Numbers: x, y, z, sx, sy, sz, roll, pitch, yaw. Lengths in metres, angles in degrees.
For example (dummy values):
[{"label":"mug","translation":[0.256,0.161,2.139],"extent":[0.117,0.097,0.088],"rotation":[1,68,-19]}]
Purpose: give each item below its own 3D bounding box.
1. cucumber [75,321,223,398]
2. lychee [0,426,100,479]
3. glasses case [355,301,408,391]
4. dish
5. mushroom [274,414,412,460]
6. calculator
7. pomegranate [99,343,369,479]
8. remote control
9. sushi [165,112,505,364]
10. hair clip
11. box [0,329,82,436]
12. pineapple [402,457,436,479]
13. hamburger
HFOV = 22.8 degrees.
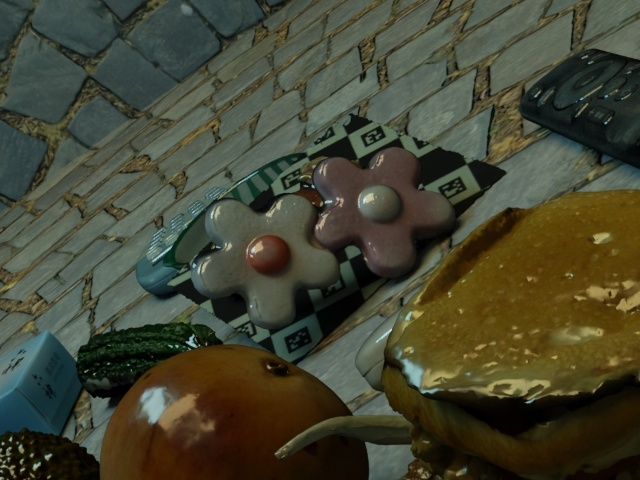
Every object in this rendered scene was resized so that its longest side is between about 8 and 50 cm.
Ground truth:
[{"label":"cucumber","translation":[-0.175,0.123,1.669],"extent":[0.265,0.077,0.077],"rotation":[-14,29,49]},{"label":"lychee","translation":[-0.250,0.241,1.375],"extent":[0.171,0.171,0.171],"rotation":[-34,17,12]},{"label":"glasses case","translation":[0.098,0.062,1.166],"extent":[0.092,0.059,0.233],"rotation":[-39,-9,21]},{"label":"dish","translation":[-0.058,-0.019,1.784],"extent":[0.246,0.078,0.224],"rotation":[-36,17,9]},{"label":"mushroom","translation":[0.111,0.098,1.083],"extent":[0.306,0.068,0.043],"rotation":[-25,21,-12]},{"label":"calculator","translation":[-0.154,-0.005,2.011],"extent":[0.188,0.042,0.303],"rotation":[-36,16,0]},{"label":"pomegranate","translation":[-0.063,0.166,1.121],"extent":[0.191,0.191,0.191],"rotation":[-34,17,12]},{"label":"remote control","translation":[0.279,-0.119,1.423],"extent":[0.107,0.044,0.377],"rotation":[-32,17,-3]},{"label":"sushi","translation":[-0.003,-0.029,1.603],"extent":[0.290,0.050,0.264],"rotation":[-43,37,-16]},{"label":"hair clip","translation":[0.000,-0.004,1.514],"extent":[0.257,0.146,0.075],"rotation":[-24,-27,-4]},{"label":"box","translation":[-0.395,0.217,1.841],"extent":[0.232,0.083,0.142],"rotation":[-33,16,19]},{"label":"pineapple","translation":[0.059,0.185,1.035],"extent":[0.124,0.058,0.058],"rotation":[-47,19,-31]},{"label":"hamburger","translation":[0.160,0.077,0.936],"extent":[0.244,0.163,0.244],"rotation":[-19,25,9]}]
